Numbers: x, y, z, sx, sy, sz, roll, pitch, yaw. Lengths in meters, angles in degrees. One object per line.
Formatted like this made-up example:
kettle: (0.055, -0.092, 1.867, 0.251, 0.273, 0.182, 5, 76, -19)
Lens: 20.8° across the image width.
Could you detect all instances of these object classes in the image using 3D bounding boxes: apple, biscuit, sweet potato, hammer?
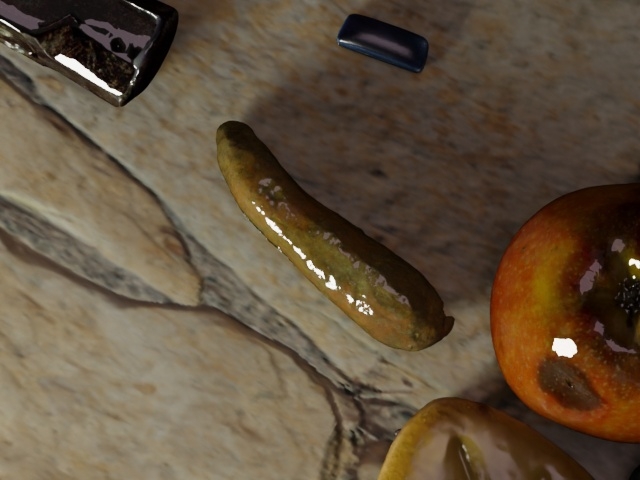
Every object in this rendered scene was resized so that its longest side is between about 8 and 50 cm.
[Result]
apple: (0.253, 0.054, 1.453, 0.230, 0.230, 0.230, 1, 80, -4)
biscuit: (0.183, 0.258, 1.497, 0.299, 0.045, 0.154, 43, 79, 3)
sweet potato: (0.000, 0.000, 1.518, 0.273, 0.075, 0.075, 42, 80, 8)
hammer: (-0.182, -0.342, 1.564, 0.242, 0.095, 0.408, 26, 74, 1)

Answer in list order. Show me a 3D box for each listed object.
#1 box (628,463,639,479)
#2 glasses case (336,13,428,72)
box: (0.398, 0.189, 1.517, 0.230, 0.050, 0.160, -42, 82, -9)
glasses case: (0.058, -0.180, 1.573, 0.083, 0.023, 0.033, 20, 81, -1)
